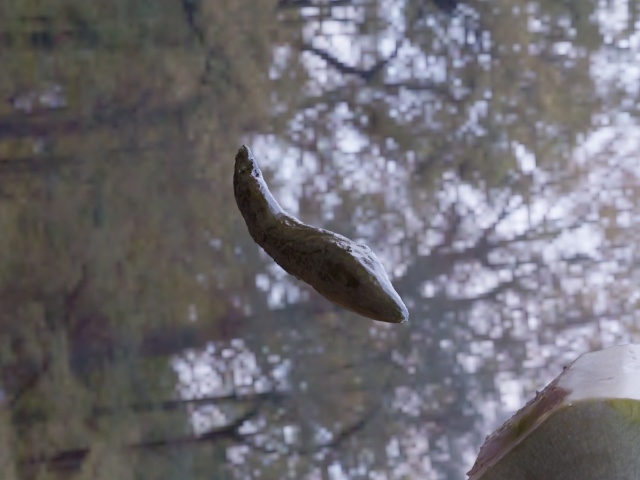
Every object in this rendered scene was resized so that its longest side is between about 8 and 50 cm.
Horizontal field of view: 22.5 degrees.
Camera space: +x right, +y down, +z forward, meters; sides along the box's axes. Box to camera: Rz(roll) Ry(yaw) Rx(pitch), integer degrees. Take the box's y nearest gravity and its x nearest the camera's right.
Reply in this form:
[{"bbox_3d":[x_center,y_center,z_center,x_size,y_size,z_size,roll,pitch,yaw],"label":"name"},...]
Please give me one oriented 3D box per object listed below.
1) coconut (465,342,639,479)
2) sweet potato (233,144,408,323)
[{"bbox_3d":[0.135,0.126,0.701,0.153,0.147,0.147,-49,142,-68],"label":"coconut"},{"bbox_3d":[-0.004,0.005,0.889,0.153,0.038,0.041,42,-72,33],"label":"sweet potato"}]
